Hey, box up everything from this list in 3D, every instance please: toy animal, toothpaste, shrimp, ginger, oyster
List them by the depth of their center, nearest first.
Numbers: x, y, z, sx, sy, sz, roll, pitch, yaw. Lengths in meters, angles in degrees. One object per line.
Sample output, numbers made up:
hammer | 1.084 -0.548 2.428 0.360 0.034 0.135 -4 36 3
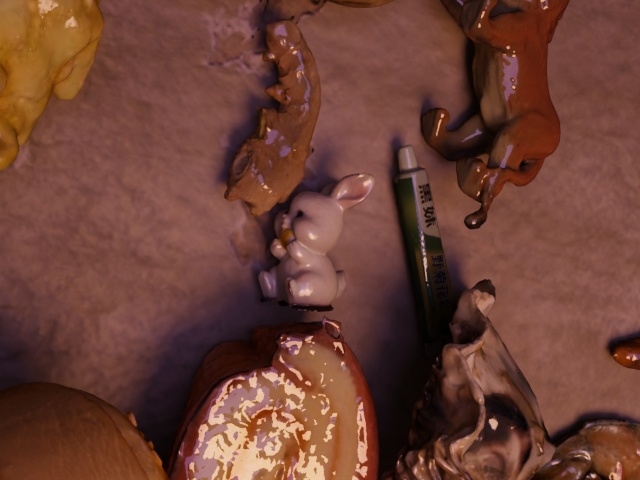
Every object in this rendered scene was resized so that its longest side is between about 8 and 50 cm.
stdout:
oyster | 0.124 0.214 0.716 0.238 0.115 0.351 -4 104 -61
toy animal | -0.006 -0.001 0.725 0.085 0.071 0.124 6 89 -18
ginger | -0.036 -0.106 0.729 0.069 0.051 0.173 15 82 -24
toy animal | 0.185 -0.167 0.778 0.157 0.097 0.312 0 93 -25
toothpaste | 0.100 0.009 0.783 0.049 0.031 0.204 -16 99 -30
shrimp | 0.250 0.317 0.827 0.365 0.071 0.233 -17 87 -16

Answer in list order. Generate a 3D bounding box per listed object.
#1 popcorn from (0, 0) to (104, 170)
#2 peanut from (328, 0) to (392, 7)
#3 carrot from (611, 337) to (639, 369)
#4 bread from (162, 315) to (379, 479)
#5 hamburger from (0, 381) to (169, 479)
popcorn | -0.292 -0.156 0.559 0.286 0.215 0.252 -19 75 -13
peanut | -0.043 -0.270 0.674 0.298 0.136 0.120 3 57 -17
carrot | 0.405 0.121 0.878 0.210 0.061 0.061 2 90 -15
bread | -0.038 0.178 0.692 0.190 0.123 0.244 18 86 -20
hamburger | -0.211 0.246 0.562 0.176 0.300 0.300 12 87 -57
